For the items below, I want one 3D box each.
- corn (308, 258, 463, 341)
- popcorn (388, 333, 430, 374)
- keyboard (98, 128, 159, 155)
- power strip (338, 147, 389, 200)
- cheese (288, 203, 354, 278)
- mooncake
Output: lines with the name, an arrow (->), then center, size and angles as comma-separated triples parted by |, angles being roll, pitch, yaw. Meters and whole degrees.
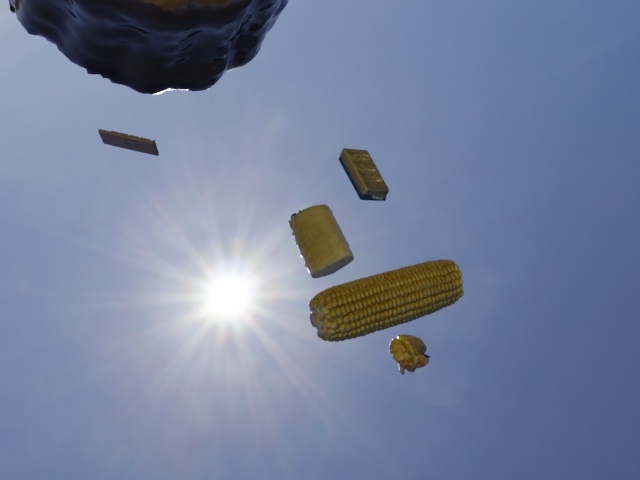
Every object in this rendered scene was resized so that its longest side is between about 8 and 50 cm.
corn -> 0.097, 0.085, 1.121 | 0.248, 0.081, 0.081 | -13, -152, -28
popcorn -> 0.185, 0.225, 1.554 | 0.084, 0.084, 0.084 | -15, -144, 11
keyboard -> -0.499, -0.258, 2.034 | 0.166, 0.055, 0.017 | 14, -122, 15
power strip -> 0.080, -0.121, 1.440 | 0.056, 0.032, 0.123 | 1, -136, -28
cheese -> 0.000, 0.000, 1.965 | 0.123, 0.094, 0.167 | -22, -111, -6
mooncake -> -0.162, -0.310, 0.749 | 0.324, 0.324, 0.187 | -45, 179, -28
